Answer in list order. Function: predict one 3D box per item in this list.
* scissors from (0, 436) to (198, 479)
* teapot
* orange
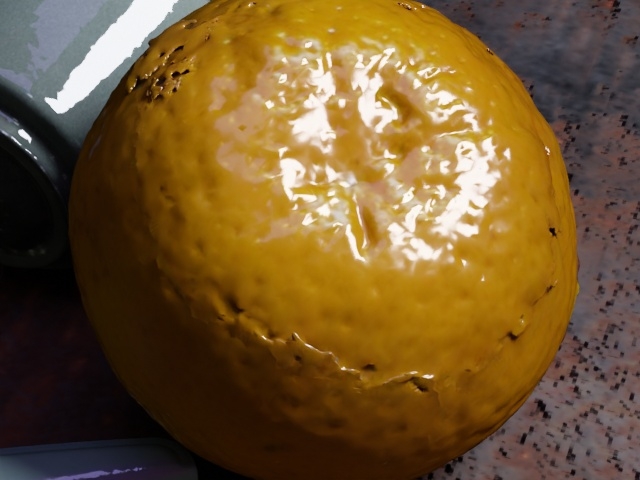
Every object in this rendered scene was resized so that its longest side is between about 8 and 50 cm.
[{"bbox_3d":[-0.177,0.113,0.803,0.256,0.030,0.125,-7,40,-11],"label":"scissors"},{"bbox_3d":[-0.148,-0.057,0.941,0.239,0.162,0.149,33,54,2],"label":"teapot"},{"bbox_3d":[0.001,-0.002,0.829,0.219,0.219,0.193,-24,1,-31],"label":"orange"}]
